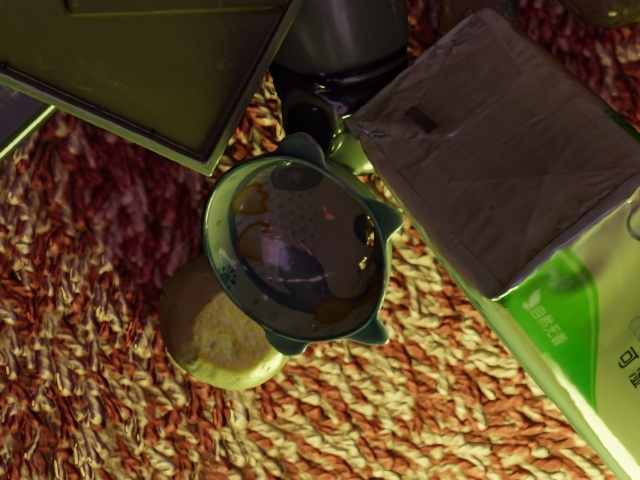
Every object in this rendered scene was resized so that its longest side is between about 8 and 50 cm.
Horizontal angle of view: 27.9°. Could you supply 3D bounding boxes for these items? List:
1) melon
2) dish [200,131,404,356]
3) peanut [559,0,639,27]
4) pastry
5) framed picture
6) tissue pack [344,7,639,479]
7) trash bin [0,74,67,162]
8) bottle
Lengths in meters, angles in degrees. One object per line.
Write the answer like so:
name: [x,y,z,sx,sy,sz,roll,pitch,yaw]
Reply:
melon: [0.167,-0.250,1.359,0.098,0.054,0.182,7,103,8]
dish: [0.000,0.000,1.280,0.228,0.086,0.236,36,128,5]
peanut: [0.267,-0.291,1.330,0.227,0.085,0.104,35,64,-13]
pastry: [-0.097,0.085,1.383,0.156,0.092,0.156,0,98,-2]
framed picture: [-0.189,-0.221,1.160,0.324,0.020,0.241,23,108,-19]
tissue pack: [0.245,0.025,1.214,0.205,0.332,0.405,-39,128,2]
trash bin: [-0.296,-0.165,1.268,0.225,0.165,0.115,-39,103,1]
bottle: [0.008,-0.235,1.279,0.168,0.168,0.347,-15,106,-2]
